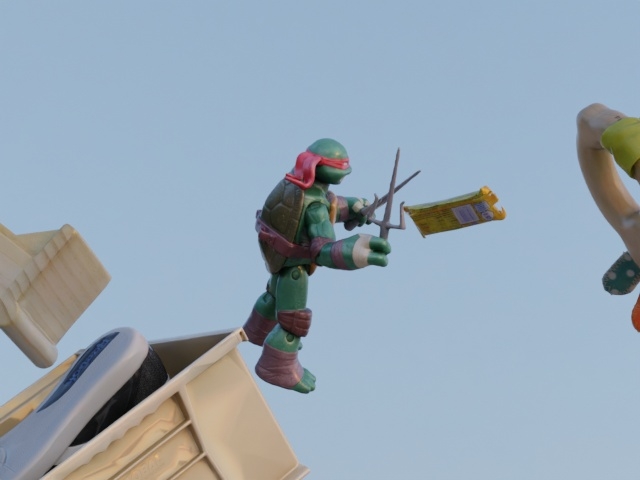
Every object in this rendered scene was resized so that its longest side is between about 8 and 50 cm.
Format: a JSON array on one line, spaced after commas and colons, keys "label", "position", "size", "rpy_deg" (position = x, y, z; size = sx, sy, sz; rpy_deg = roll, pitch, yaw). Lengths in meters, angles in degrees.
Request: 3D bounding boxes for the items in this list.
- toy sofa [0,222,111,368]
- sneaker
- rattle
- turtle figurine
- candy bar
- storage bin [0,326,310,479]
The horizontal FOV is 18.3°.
[{"label": "toy sofa", "position": [-0.397, -0.017, 1.927], "size": [0.362, 0.177, 0.150], "rpy_deg": [36, -11, 18]}, {"label": "sneaker", "position": [-0.176, 0.179, 1.454], "size": [0.121, 0.217, 0.079], "rpy_deg": [53, -19, -26]}, {"label": "rattle", "position": [0.292, -0.039, 1.633], "size": [0.130, 0.143, 0.200], "rpy_deg": [14, -44, 49]}, {"label": "turtle figurine", "position": [0.000, 0.000, 1.661], "size": [0.118, 0.175, 0.234], "rpy_deg": [21, -69, -2]}, {"label": "candy bar", "position": [0.127, -0.026, 1.921], "size": [0.040, 0.018, 0.161], "rpy_deg": [56, -27, -11]}, {"label": "storage bin", "position": [-0.188, 0.192, 1.469], "size": [0.260, 0.123, 0.262], "rpy_deg": [-36, 14, -31]}]
